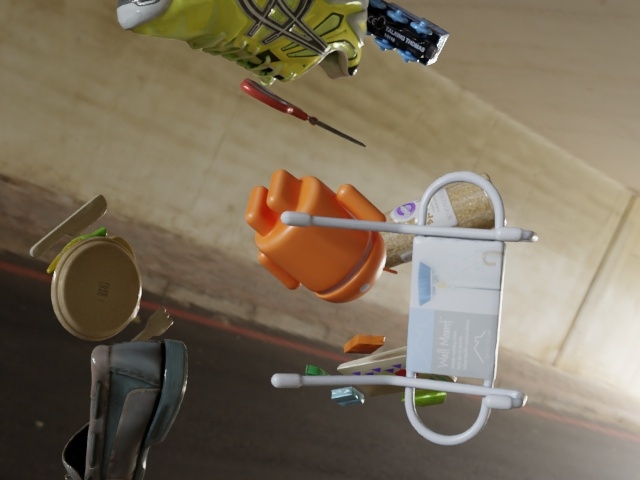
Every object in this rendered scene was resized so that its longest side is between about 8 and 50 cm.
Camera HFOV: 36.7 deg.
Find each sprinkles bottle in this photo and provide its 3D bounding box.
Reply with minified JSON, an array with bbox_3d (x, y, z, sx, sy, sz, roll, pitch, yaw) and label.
[{"bbox_3d":[0.195,-0.022,1.975,0.121,0.355,0.121,-21,90,-81],"label":"sprinkles bottle"}]

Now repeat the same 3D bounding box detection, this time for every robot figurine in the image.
[{"bbox_3d":[0.001,-0.001,1.304,0.219,0.158,0.128,40,-4,-24],"label":"robot figurine"}]

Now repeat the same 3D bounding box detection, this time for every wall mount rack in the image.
[{"bbox_3d":[0.107,0.082,1.194,0.304,0.350,0.130,4,0,18],"label":"wall mount rack"}]

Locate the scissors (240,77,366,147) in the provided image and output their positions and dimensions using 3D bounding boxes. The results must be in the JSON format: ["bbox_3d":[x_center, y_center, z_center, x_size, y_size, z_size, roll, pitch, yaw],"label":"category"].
[{"bbox_3d":[-0.026,-0.230,1.834,0.297,0.021,0.109,28,11,-20],"label":"scissors"}]

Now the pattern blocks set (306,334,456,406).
[{"bbox_3d":[0.140,0.225,1.681,0.325,0.026,0.285,-10,-34,19],"label":"pattern blocks set"}]

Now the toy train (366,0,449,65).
[{"bbox_3d":[0.138,-0.380,1.734,0.184,0.080,0.105,33,25,13],"label":"toy train"}]

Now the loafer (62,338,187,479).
[{"bbox_3d":[-0.199,0.180,0.891,0.084,0.267,0.096,12,40,-21],"label":"loafer"}]

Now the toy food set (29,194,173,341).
[{"bbox_3d":[-0.265,0.055,1.146,0.038,0.132,0.192,0,-56,44],"label":"toy food set"}]

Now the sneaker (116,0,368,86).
[{"bbox_3d":[-0.075,-0.274,1.230,0.385,0.147,0.145,-11,6,-39],"label":"sneaker"}]
